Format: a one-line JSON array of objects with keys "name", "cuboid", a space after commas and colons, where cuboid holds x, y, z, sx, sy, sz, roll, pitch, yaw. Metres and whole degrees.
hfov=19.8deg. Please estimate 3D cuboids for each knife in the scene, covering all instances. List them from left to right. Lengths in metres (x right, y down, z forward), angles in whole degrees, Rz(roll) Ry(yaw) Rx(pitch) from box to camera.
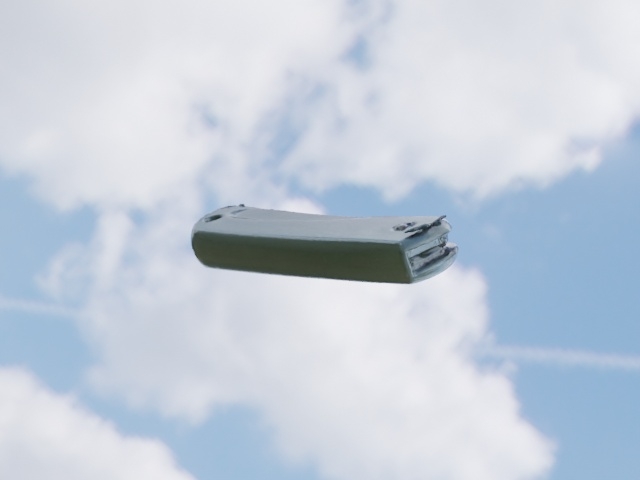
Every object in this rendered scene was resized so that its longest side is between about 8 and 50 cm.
[{"name": "knife", "cuboid": [0.000, 0.000, 0.753, 0.162, 0.044, 0.023, 4, -70, 54]}]
